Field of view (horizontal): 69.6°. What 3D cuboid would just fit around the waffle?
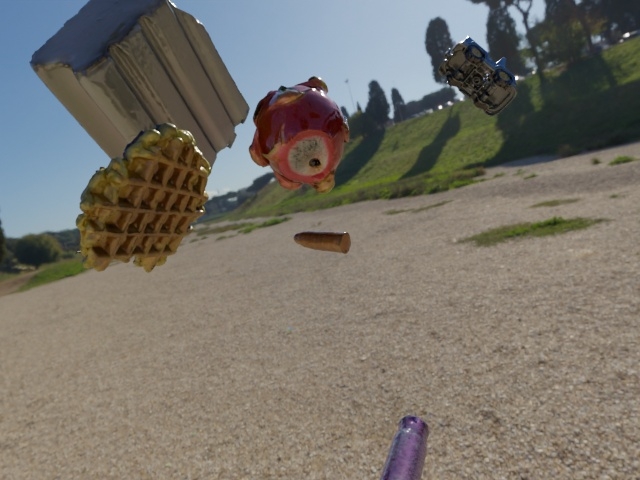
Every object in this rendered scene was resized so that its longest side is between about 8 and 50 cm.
[{"bbox_3d":[-0.295,-0.055,0.802,0.282,0.058,0.301,-56,-15,-15],"label":"waffle"}]

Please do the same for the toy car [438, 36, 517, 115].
[{"bbox_3d":[0.381,-0.397,1.094,0.100,0.191,0.097,-47,-2,-33],"label":"toy car"}]

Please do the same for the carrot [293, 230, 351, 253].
[{"bbox_3d":[0.000,0.000,0.997,0.139,0.048,0.048,6,18,37],"label":"carrot"}]

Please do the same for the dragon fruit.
[{"bbox_3d":[-0.045,-0.226,0.988,0.224,0.224,0.227,-15,38,7],"label":"dragon fruit"}]

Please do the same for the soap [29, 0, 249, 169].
[{"bbox_3d":[-0.406,-0.356,1.135,0.212,0.350,0.435,16,-24,24],"label":"soap"}]

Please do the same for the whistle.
[{"bbox_3d":[0.056,0.199,0.348,0.033,0.033,0.176,-12,14,26],"label":"whistle"}]
